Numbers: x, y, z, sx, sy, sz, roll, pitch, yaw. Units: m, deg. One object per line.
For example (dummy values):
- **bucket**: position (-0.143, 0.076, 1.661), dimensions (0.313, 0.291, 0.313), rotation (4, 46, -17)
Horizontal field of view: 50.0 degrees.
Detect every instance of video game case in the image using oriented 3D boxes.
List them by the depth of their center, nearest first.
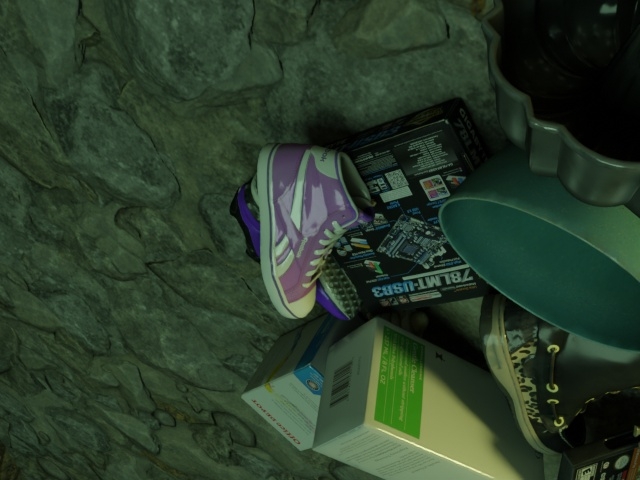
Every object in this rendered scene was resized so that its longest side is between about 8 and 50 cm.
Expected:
- **video game case**: position (0.496, 0.395, 1.112), dimensions (0.248, 0.035, 0.274), rotation (-15, 129, -8)

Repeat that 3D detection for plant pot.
- **plant pot**: position (0.315, -0.031, 0.806), dimensions (0.290, 0.195, 0.290), rotation (35, 167, 9)

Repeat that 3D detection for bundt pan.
- **bundt pan**: position (0.315, -0.154, 0.654), dimensions (0.331, 0.330, 0.124), rotation (18, 152, 16)

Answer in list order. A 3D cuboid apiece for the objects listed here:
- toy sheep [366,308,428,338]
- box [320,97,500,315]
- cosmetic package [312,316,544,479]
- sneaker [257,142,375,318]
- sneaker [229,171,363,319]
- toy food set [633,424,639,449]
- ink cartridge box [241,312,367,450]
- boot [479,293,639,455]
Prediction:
- **toy sheep**: position (0.127, 0.148, 1.186), dimensions (0.132, 0.091, 0.091), rotation (-16, 118, 35)
- **box**: position (0.135, -0.032, 1.030), dimensions (0.296, 0.073, 0.293), rotation (-15, 119, 38)
- **cosmetic package**: position (0.186, 0.301, 1.137), dimensions (0.366, 0.197, 0.155), rotation (26, 139, -20)
- **sneaker**: position (0.000, 0.000, 0.999), dimensions (0.161, 0.102, 0.282), rotation (7, 120, 21)
- **sneaker**: position (-0.046, 0.019, 1.169), dimensions (0.146, 0.102, 0.293), rotation (-28, 103, 43)
- **toy food set**: position (0.521, 0.288, 1.009), dimensions (0.122, 0.019, 0.078), rotation (-17, 114, -8)
- **ink cartridge box**: position (0.003, 0.262, 1.298), dimensions (0.171, 0.168, 0.233), rotation (46, 135, -12)
- **boot**: position (0.423, 0.197, 1.012), dimensions (0.284, 0.138, 0.377), rotation (-12, 129, 30)
